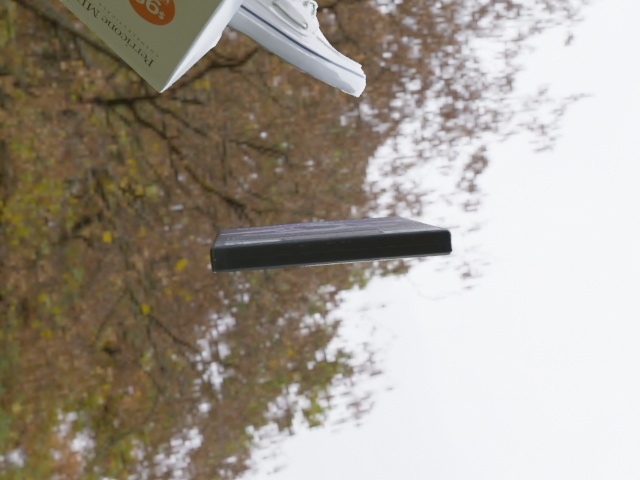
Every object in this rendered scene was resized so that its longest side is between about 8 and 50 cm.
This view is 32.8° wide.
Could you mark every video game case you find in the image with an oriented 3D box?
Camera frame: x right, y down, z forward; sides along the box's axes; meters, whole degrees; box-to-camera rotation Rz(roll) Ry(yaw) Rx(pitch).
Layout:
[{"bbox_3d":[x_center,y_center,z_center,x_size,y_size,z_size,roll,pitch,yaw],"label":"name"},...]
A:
[{"bbox_3d":[0.000,0.000,1.007,0.274,0.196,0.026,-147,-127,-85],"label":"video game case"}]

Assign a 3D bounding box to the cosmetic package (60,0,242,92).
[{"bbox_3d":[-0.183,-0.331,0.811,0.377,0.097,0.284,42,-37,-4],"label":"cosmetic package"}]

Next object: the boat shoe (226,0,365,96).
[{"bbox_3d":[-0.037,-0.227,1.115,0.076,0.226,0.083,-60,-155,6],"label":"boat shoe"}]
